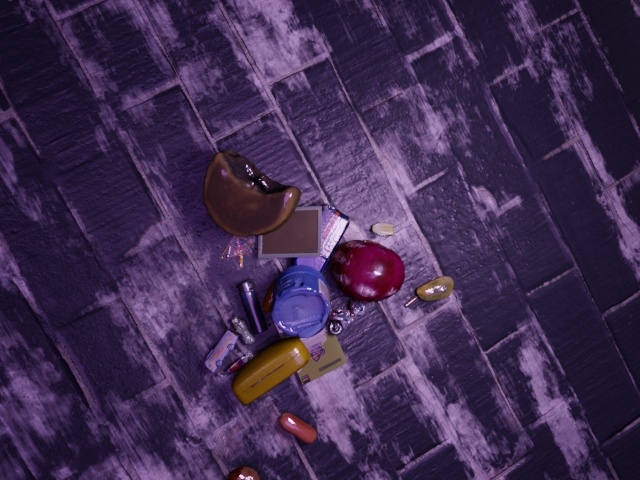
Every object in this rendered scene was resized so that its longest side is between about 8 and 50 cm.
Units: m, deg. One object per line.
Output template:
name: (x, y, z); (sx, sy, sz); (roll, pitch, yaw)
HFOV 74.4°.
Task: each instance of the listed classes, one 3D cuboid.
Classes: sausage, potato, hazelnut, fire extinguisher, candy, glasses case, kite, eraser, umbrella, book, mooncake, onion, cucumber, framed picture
sausage: (-0.217, 0.247, 1.920); (0.062, 0.054, 0.183); (29, 88, 22)
potato: (0.552, 0.235, 2.022); (0.188, 0.085, 0.105); (-14, 90, -4)
hazelnut: (-0.341, 1.079, 1.862); (0.154, 0.143, 0.143); (41, 84, 1)
fire extinguisher: (0.443, 0.292, 2.036); (0.083, 0.022, 0.028); (-37, 133, -8)
candy: (-0.382, 0.562, 1.897); (0.175, 0.043, 0.045); (-36, 104, -8)
glasses case: (-0.222, 0.553, 1.847); (0.371, 0.173, 0.141); (-35, 91, 5)
kite: (-0.368, 0.044, 1.920); (0.189, 0.010, 0.159); (-13, 92, -8)
eraser: (0.000, 0.000, 1.929); (0.154, 0.101, 0.332); (30, 85, -6)
umbrella: (-0.350, 0.404, 1.894); (0.062, 0.067, 0.144); (-29, 101, 21)
book: (-0.049, 0.458, 1.953); (0.239, 0.035, 0.352); (-24, 93, -10)
mooncake: (-0.294, -0.214, 1.800); (0.392, 0.246, 0.394); (-19, 89, 7)
onion: (0.214, 0.144, 1.879); (0.336, 0.260, 0.282); (23, 92, -14)
cucumber: (0.294, -0.050, 2.009); (0.107, 0.035, 0.067); (5, 71, -7)
sausage: (-0.104, 0.855, 1.922); (0.194, 0.077, 0.077); (34, 85, -7)
framed picture: (-0.136, -0.036, 1.890); (0.296, 0.019, 0.233); (-1, 79, 12)

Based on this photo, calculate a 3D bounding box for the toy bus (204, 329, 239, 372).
toy bus: (-0.439, 0.491, 1.879); (0.075, 0.064, 0.191); (37, 85, -1)

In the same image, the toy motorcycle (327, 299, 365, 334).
toy motorcycle: (0.108, 0.338, 1.958); (0.213, 0.082, 0.122); (-35, 99, -20)

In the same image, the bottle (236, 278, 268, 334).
bottle: (-0.305, 0.297, 1.894); (0.082, 0.072, 0.245); (-19, 92, 21)

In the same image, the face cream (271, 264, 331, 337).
face cream: (-0.082, 0.257, 1.790); (0.248, 0.225, 0.249); (-2, 108, -5)
